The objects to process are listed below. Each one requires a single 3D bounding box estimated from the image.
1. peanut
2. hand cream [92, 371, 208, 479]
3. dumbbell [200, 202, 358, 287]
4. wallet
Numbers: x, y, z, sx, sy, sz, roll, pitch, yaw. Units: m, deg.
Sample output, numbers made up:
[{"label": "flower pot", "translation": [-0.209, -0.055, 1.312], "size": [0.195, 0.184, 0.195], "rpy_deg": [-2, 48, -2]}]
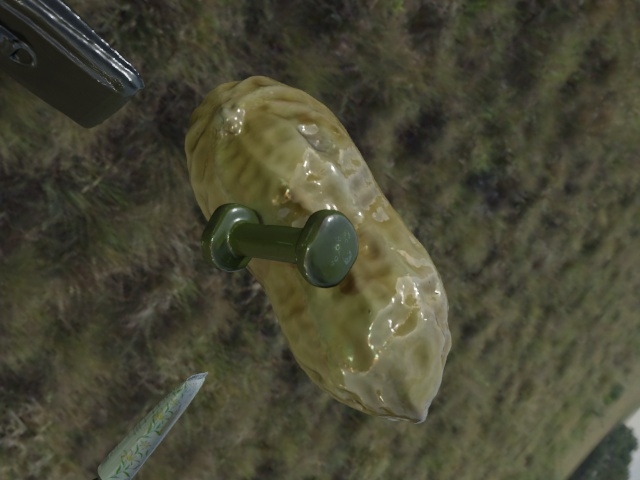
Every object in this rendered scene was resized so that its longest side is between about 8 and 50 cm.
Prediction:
[{"label": "peanut", "translation": [0.000, 0.000, 0.693], "size": [0.140, 0.325, 0.153], "rpy_deg": [-29, 154, -9]}, {"label": "hand cream", "translation": [-0.208, 0.237, 1.067], "size": [0.194, 0.042, 0.067], "rpy_deg": [-48, 164, 5]}, {"label": "dumbbell", "translation": [-0.030, 0.002, 0.594], "size": [0.046, 0.118, 0.052], "rpy_deg": [48, 60, -38]}, {"label": "wallet", "translation": [-0.302, -0.210, 0.874], "size": [0.168, 0.245, 0.052], "rpy_deg": [-20, -146, 52]}]
